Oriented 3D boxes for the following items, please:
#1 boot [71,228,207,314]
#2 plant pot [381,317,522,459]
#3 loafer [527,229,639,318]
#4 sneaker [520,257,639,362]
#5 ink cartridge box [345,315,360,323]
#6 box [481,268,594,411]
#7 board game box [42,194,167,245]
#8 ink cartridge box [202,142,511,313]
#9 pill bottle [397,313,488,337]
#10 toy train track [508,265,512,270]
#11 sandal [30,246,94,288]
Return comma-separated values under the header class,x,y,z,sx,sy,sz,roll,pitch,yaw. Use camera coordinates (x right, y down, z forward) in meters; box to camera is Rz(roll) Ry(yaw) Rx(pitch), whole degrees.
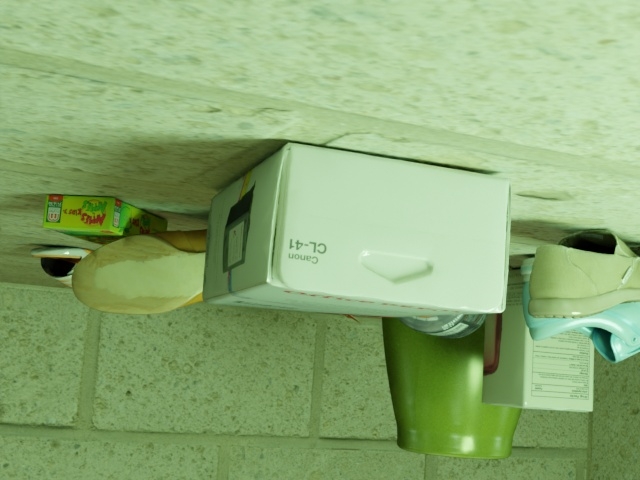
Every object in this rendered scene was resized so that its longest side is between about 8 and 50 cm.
class,x,y,z,sx,sy,sz,roll,pitch,yaw
boot,-0.162,0.038,1.276,0.295,0.104,0.211,-11,176,3
plant pot,0.290,0.271,1.996,0.367,0.353,0.366,4,172,1
loafer,0.340,0.031,1.143,0.102,0.092,0.268,0,-172,40
sneaker,0.475,0.113,1.439,0.366,0.150,0.135,5,174,-5
ink cartridge box,-0.051,0.092,1.597,0.232,0.066,0.189,36,177,10
box,0.372,0.170,1.621,0.149,0.232,0.127,8,171,-25
board game box,-0.279,-0.022,1.253,0.092,0.043,0.181,2,172,13
ink cartridge box,0.021,0.006,0.951,0.226,0.131,0.306,7,171,-18
pill bottle,0.175,0.077,1.419,0.130,0.130,0.246,2,172,18
toy train track,0.292,0.042,1.544,0.048,0.014,0.083,-8,173,31
sandal,-0.463,0.062,1.891,0.102,0.076,0.265,0,172,28
